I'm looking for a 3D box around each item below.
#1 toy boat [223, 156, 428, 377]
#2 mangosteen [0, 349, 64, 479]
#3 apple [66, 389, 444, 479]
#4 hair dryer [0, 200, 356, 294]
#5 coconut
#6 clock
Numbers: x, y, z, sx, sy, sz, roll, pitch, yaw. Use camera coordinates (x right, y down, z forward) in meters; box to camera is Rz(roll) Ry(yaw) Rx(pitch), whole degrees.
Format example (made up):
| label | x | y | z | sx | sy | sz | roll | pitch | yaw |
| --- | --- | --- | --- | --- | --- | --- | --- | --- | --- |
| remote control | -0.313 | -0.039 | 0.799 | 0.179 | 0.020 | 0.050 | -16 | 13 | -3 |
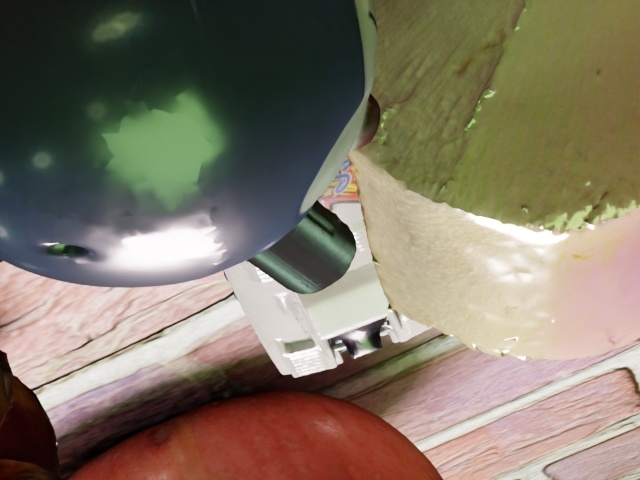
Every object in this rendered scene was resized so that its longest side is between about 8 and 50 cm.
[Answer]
| label | x | y | z | sx | sy | sz | roll | pitch | yaw |
| --- | --- | --- | --- | --- | --- | --- | --- | --- | --- |
| toy boat | 0.000 | 0.000 | 1.000 | 0.129 | 0.088 | 0.295 | -21 | 153 | 1 |
| mangosteen | -0.325 | 0.231 | 0.950 | 0.381 | 0.421 | 0.381 | 18 | 172 | 3 |
| apple | -0.046 | 0.307 | 1.341 | 0.364 | 0.363 | 0.364 | -17 | 157 | -8 |
| hair dryer | -0.103 | -0.016 | 0.815 | 0.244 | 0.116 | 0.302 | -25 | 148 | 17 |
| coconut | 0.099 | -0.086 | 0.733 | 0.233 | 0.233 | 0.245 | -18 | 151 | -6 |
| clock | -0.072 | -0.100 | 0.521 | 0.147 | 0.243 | 0.199 | -11 | 158 | -21 |
